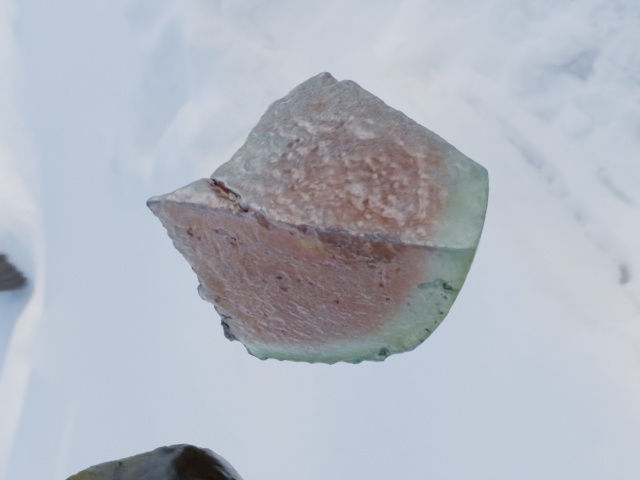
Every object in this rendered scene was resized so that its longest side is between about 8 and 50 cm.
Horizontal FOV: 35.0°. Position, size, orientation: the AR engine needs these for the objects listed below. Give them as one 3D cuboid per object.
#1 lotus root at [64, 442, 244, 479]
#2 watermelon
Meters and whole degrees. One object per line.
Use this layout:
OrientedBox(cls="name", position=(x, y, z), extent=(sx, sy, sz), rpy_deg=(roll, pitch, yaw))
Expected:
OrientedBox(cls="lotus root", position=(-0.128, 0.242, 0.739), extent=(0.119, 0.235, 0.138), rpy_deg=(29, 129, 45))
OrientedBox(cls="watermelon", position=(0.000, 0.000, 0.851), extent=(0.231, 0.193, 0.310), rpy_deg=(50, 159, -4))
